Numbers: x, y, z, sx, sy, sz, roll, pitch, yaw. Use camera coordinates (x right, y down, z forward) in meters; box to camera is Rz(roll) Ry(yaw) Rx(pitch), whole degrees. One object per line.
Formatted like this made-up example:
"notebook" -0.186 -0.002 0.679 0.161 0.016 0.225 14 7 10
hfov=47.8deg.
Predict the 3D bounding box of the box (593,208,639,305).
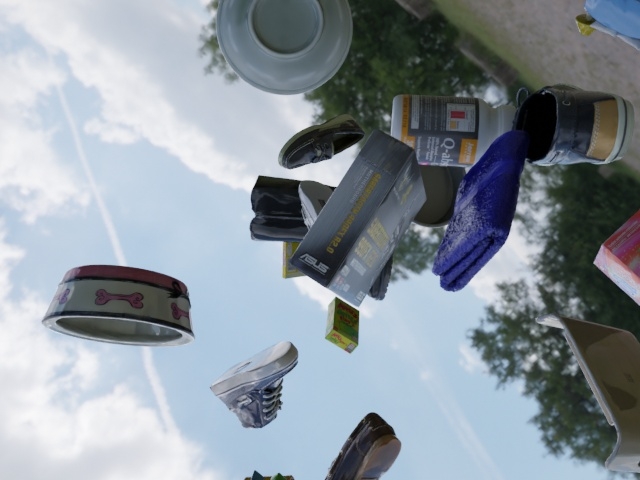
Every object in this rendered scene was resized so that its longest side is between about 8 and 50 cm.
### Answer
"box" 0.726 -0.024 1.478 0.142 0.300 0.154 47 179 21

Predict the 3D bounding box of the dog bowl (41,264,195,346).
"dog bowl" -0.542 0.184 1.991 0.408 0.408 0.150 24 -117 -47

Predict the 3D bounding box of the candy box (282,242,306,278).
"candy box" -0.078 0.020 2.378 0.105 0.205 0.027 -6 -169 -39

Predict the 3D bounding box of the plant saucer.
"plant saucer" -0.100 -0.624 2.070 0.400 0.400 0.100 41 179 -6

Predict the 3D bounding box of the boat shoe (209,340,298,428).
"boat shoe" -0.128 0.363 1.775 0.158 0.340 0.127 53 -130 -5

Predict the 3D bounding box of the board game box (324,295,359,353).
"board game box" 0.066 0.249 2.143 0.092 0.043 0.181 32 -155 -12

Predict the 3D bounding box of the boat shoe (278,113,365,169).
"boat shoe" 0.007 -0.219 1.647 0.224 0.080 0.073 -31 -127 -27

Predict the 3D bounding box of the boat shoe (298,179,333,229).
"boat shoe" -0.005 -0.070 1.873 0.096 0.088 0.267 6 -151 -23

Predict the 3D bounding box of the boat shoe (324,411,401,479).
"boat shoe" 0.046 0.356 1.092 0.073 0.207 0.073 26 -168 -39

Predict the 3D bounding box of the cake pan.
"cake pan" 0.284 -0.172 2.039 0.293 0.054 0.293 7 -107 -26

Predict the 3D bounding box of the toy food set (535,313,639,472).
"toy food set" 0.531 0.276 1.325 0.220 0.092 0.306 14 -139 -31

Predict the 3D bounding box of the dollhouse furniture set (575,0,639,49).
"dollhouse furniture set" 0.606 -0.309 1.171 0.286 0.198 0.303 -20 -136 -24

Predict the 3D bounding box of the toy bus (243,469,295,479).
"toy bus" -0.084 0.582 1.629 0.202 0.191 0.104 32 -148 -6

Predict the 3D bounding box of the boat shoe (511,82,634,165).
"boat shoe" 0.484 -0.247 1.546 0.156 0.186 0.500 3 -170 -4

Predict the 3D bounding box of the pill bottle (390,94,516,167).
"pill bottle" 0.303 -0.253 1.674 0.279 0.162 0.162 4 -162 5

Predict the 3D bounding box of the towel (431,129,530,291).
"towel" 0.317 -0.066 1.442 0.076 0.227 0.308 26 -132 -3

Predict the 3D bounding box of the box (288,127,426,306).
"box" 0.057 -0.016 0.898 0.056 0.183 0.231 32 176 15

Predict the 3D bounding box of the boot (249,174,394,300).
"boot" 0.000 -0.002 2.237 0.445 0.367 0.146 4 -163 -4
